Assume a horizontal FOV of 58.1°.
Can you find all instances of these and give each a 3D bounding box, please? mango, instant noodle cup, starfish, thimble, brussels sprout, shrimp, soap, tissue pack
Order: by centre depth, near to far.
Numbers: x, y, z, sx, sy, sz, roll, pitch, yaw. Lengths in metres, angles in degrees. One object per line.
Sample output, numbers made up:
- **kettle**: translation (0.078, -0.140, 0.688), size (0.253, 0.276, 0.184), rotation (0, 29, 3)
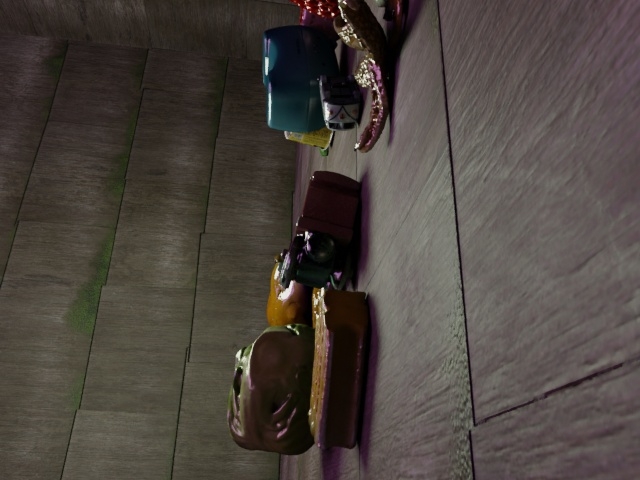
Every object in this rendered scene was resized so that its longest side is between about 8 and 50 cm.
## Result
- **shrimp**: translation (0.113, -0.343, 0.907), size (0.114, 0.023, 0.083), rotation (-138, 48, -83)
- **starfish**: translation (0.064, -0.309, 0.942), size (0.375, 0.094, 0.327), rotation (49, -152, -76)
- **soap**: translation (0.029, 0.212, 1.014), size (0.160, 0.080, 0.257), rotation (-134, 49, -80)
- **brussels sprout**: translation (-0.098, 0.354, 1.356), size (0.328, 0.247, 0.327), rotation (176, 90, -80)
- **tissue pack**: translation (-0.049, -0.432, 1.541), size (0.198, 0.206, 0.287), rotation (100, 167, -50)
- **thimble**: translation (0.008, -0.656, 1.623), size (0.189, 0.125, 0.163), rotation (-92, 11, -45)
- **instant noodle cup**: translation (-0.033, -0.346, 1.687), size (0.151, 0.122, 0.151), rotation (-176, 90, -69)
- **mango**: translation (-0.080, 0.178, 1.712), size (0.201, 0.153, 0.287), rotation (-88, 6, -49)

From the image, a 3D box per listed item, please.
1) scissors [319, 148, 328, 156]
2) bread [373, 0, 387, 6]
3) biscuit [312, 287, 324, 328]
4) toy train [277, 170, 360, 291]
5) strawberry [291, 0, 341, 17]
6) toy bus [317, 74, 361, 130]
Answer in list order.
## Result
- **scissors**: translation (0.018, -0.364, 1.774), size (0.101, 0.027, 0.204), rotation (-112, 26, -66)
- **bread**: translation (0.086, -0.445, 0.953), size (0.193, 0.036, 0.112), rotation (44, -149, -75)
- **biscuit**: translation (0.005, 0.155, 1.486), size (0.262, 0.037, 0.261), rotation (-176, 90, -84)
- **toy train**: translation (0.000, 0.000, 1.228), size (0.304, 0.150, 0.221), rotation (112, 172, -75)
- **strawberry**: translation (-0.021, -0.613, 1.303), size (0.205, 0.245, 0.205), rotation (-179, 90, -81)
- **toy bus**: translation (0.041, -0.305, 1.273), size (0.194, 0.087, 0.089), rotation (-96, 6, -58)
